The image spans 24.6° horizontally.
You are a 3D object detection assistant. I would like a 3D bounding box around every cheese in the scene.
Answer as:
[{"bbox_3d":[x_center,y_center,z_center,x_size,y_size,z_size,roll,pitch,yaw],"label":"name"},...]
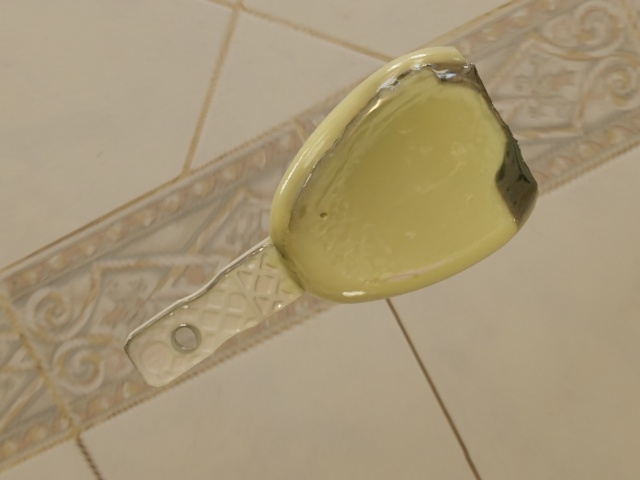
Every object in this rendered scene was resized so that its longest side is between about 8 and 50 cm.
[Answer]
[{"bbox_3d":[0.000,0.000,0.831,0.251,0.054,0.127,-33,106,-7],"label":"cheese"}]
